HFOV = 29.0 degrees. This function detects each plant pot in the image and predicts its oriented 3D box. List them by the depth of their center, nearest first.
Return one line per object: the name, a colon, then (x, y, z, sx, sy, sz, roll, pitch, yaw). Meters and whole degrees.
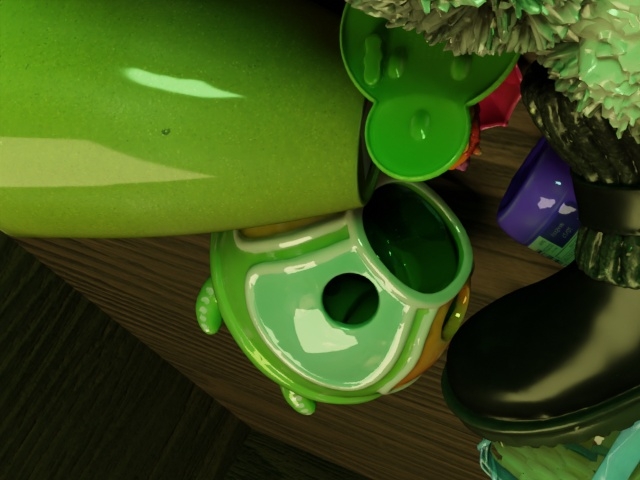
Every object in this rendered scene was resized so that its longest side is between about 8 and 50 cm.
plant pot: (-0.096, -0.118, 1.017, 0.294, 0.274, 0.275, 8, 159, 12)

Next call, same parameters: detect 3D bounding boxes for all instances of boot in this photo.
boot: (0.186, -0.006, 0.841, 0.348, 0.131, 0.260, -23, 124, 29)

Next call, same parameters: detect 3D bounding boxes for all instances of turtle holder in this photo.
turtle holder: (0.017, 0.001, 1.232, 0.227, 0.243, 0.320, -32, 78, 55)

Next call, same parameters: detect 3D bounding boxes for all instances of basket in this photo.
basket: (0.260, 0.159, 1.100, 0.201, 0.254, 0.289, 30, -156, 10)

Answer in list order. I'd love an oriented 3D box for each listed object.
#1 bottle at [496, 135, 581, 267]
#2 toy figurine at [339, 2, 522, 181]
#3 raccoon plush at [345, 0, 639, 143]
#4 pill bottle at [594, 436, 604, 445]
bottle: (0.284, 0.011, 0.982, 0.283, 0.092, 0.118, 29, 157, 2)
toy figurine: (0.097, -0.104, 0.883, 0.130, 0.173, 0.159, 3, 167, 21)
raccoon plush: (0.041, -0.189, 0.637, 0.446, 0.216, 0.299, 23, 174, 38)
pill bottle: (0.290, 0.153, 1.339, 0.221, 0.121, 0.121, 18, 160, 35)
